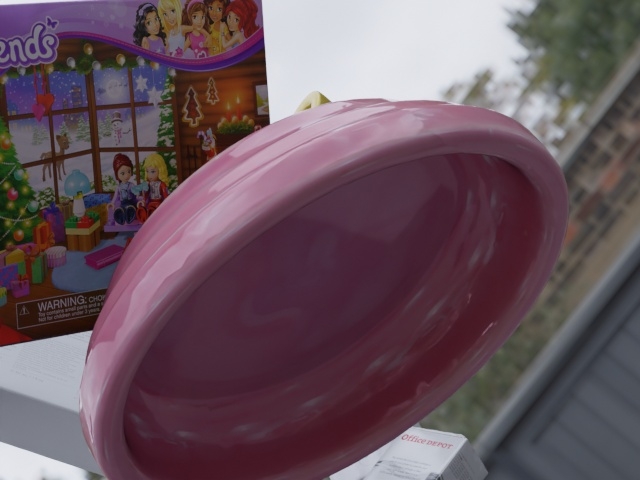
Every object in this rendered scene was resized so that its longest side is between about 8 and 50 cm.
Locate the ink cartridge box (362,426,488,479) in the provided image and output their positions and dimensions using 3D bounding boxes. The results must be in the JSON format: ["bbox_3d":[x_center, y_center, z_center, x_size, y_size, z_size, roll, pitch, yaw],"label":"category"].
[{"bbox_3d":[0.094,0.263,1.992,0.099,0.056,0.135,4,45,50],"label":"ink cartridge box"}]

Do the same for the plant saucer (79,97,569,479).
[{"bbox_3d":[-0.005,0.031,1.187,0.332,0.084,0.332,-25,-32,-17],"label":"plant saucer"}]

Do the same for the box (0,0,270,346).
[{"bbox_3d":[-0.156,-0.045,1.178,0.293,0.057,0.201,-10,-82,-41],"label":"box"}]

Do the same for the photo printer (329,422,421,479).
[{"bbox_3d":[0.088,0.291,2.237,0.107,0.307,0.256,-23,31,5],"label":"photo printer"}]

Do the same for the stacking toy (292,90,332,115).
[{"bbox_3d":[0.000,0.000,2.206,0.309,0.130,0.279,-65,15,2],"label":"stacking toy"}]

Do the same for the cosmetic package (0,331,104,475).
[{"bbox_3d":[-0.268,0.141,2.310,0.284,0.377,0.097,-70,-2,-50],"label":"cosmetic package"}]
